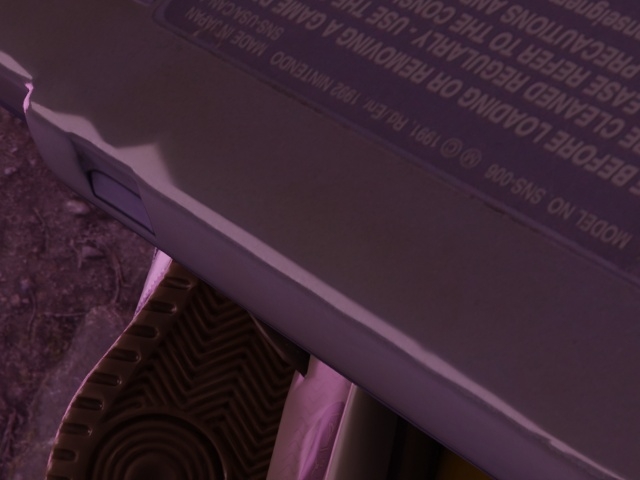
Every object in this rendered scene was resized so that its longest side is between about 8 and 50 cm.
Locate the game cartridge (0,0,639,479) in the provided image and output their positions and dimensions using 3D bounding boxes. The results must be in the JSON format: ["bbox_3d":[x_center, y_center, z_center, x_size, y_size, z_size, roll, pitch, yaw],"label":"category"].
[{"bbox_3d":[0.083,-0.054,0.406,0.230,0.355,0.068,-52,-39,-7],"label":"game cartridge"}]

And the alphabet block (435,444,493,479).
[{"bbox_3d":[0.119,0.059,0.587,0.197,0.193,0.192,-91,15,-68],"label":"alphabet block"}]

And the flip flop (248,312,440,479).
[{"bbox_3d":[0.000,0.000,0.509,0.112,0.080,0.277,129,157,-73],"label":"flip flop"}]

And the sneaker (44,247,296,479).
[{"bbox_3d":[-0.031,0.032,0.648,0.153,0.099,0.282,127,158,-76],"label":"sneaker"}]
